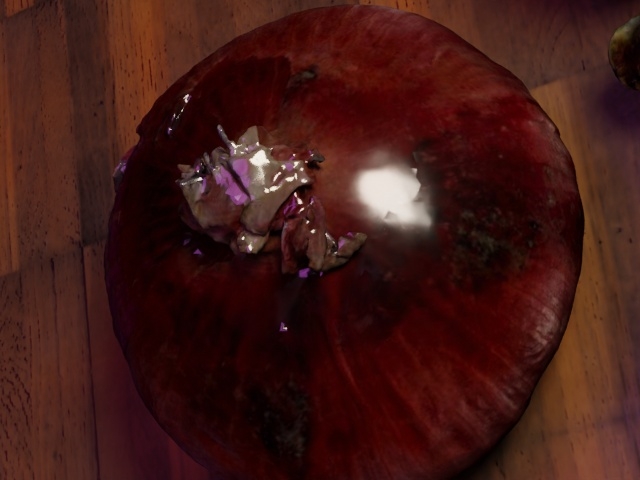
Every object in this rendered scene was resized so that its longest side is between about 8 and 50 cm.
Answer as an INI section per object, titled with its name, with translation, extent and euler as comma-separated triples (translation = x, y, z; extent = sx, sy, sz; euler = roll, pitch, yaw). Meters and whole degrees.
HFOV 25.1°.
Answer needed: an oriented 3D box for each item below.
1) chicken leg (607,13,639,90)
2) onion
[chicken leg]
translation = 0.350, -0.101, 0.839
extent = 0.361, 0.140, 0.212
euler = 41, 108, 29
[onion]
translation = 0.000, 0.000, 0.951
extent = 0.347, 0.285, 0.348
euler = -5, 76, 20
